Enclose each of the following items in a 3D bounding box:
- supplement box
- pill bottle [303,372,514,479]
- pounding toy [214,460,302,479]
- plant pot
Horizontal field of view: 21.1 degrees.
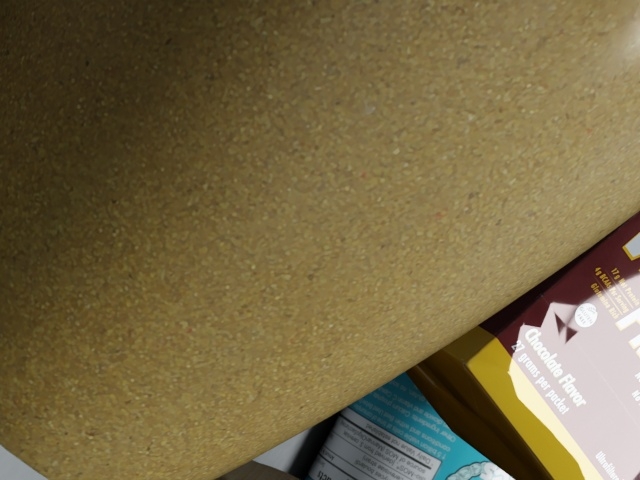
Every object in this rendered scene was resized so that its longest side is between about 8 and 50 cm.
[{"bbox_3d":[0.142,0.020,0.895,0.194,0.129,0.191,-41,-158,-7],"label":"supplement box"},{"bbox_3d":[0.076,0.142,1.072,0.264,0.146,0.146,-62,160,-2],"label":"pill bottle"},{"bbox_3d":[-0.010,0.148,0.856,0.155,0.154,0.269,-53,159,-24],"label":"pounding toy"},{"bbox_3d":[-0.014,-0.047,0.541,0.254,0.237,0.237,-47,161,5],"label":"plant pot"}]
